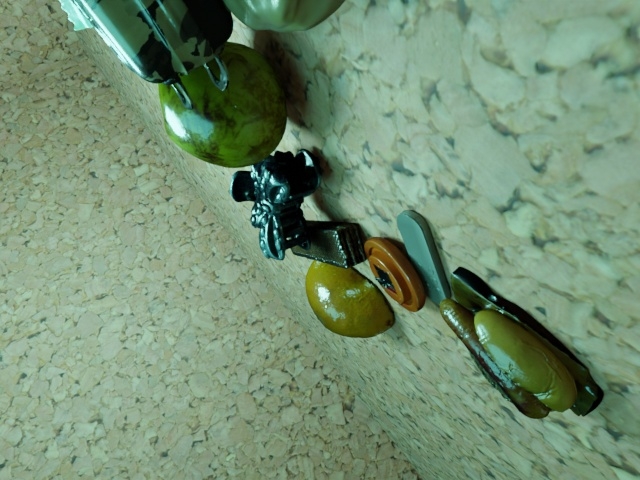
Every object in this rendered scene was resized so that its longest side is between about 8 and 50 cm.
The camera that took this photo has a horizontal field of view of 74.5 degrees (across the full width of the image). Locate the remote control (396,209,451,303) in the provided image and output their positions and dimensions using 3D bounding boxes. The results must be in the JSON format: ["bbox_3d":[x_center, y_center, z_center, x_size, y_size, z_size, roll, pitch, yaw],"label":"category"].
[{"bbox_3d":[0.220,0.040,0.891,0.077,0.022,0.245,22,144,54],"label":"remote control"}]

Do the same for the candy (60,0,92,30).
[{"bbox_3d":[-0.590,-0.737,1.051,0.262,0.172,0.397,83,177,-49],"label":"candy"}]

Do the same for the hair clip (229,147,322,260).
[{"bbox_3d":[-0.110,-0.107,1.096,0.206,0.195,0.310,49,143,36],"label":"hair clip"}]

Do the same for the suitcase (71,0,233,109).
[{"bbox_3d":[-0.264,-0.373,0.648,0.339,0.194,0.351,56,173,-34],"label":"suitcase"}]

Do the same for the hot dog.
[{"bbox_3d":[0.341,0.217,0.791,0.326,0.107,0.194,41,158,32],"label":"hot dog"}]

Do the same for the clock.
[{"bbox_3d":[0.171,0.082,1.000,0.205,0.051,0.205,53,167,18],"label":"clock"}]

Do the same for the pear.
[{"bbox_3d":[-0.209,-0.288,0.916,0.283,0.284,0.283,45,160,22],"label":"pear"}]

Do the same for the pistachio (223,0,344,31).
[{"bbox_3d":[-0.040,-0.402,0.472,0.331,0.208,0.226,92,-178,-54],"label":"pistachio"}]

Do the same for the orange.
[{"bbox_3d":[0.091,0.180,1.340,0.310,0.274,0.274,12,147,14],"label":"orange"}]

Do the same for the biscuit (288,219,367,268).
[{"bbox_3d":[0.000,0.000,1.229,0.388,0.073,0.107,8,117,64],"label":"biscuit"}]
